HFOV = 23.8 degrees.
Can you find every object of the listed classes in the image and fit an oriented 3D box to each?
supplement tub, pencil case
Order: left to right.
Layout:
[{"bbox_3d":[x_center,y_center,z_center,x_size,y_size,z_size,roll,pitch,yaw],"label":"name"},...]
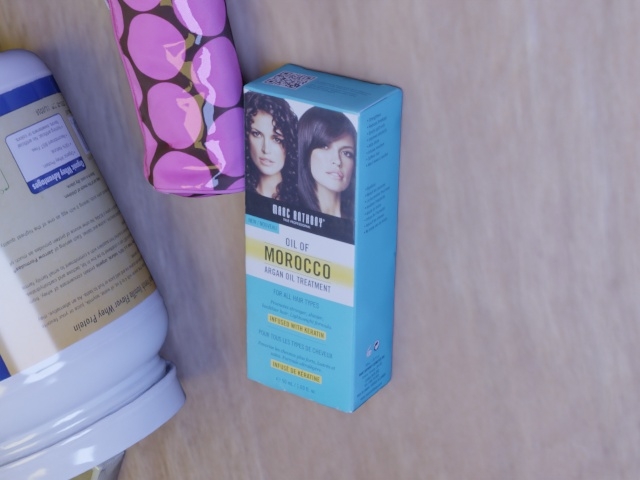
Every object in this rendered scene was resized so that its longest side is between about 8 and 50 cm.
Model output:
[{"bbox_3d":[-0.261,0.030,1.218,0.228,0.228,0.316,-20,99,40],"label":"supplement tub"},{"bbox_3d":[-0.109,-0.132,1.124,0.098,0.095,0.209,-13,104,2],"label":"pencil case"}]

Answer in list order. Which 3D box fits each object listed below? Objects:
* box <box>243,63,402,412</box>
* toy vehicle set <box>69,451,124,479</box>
[{"bbox_3d":[0.000,0.000,1.127,0.100,0.060,0.244,16,120,29],"label":"box"},{"bbox_3d":[-0.314,0.191,1.457,0.267,0.035,0.166,35,127,18],"label":"toy vehicle set"}]
